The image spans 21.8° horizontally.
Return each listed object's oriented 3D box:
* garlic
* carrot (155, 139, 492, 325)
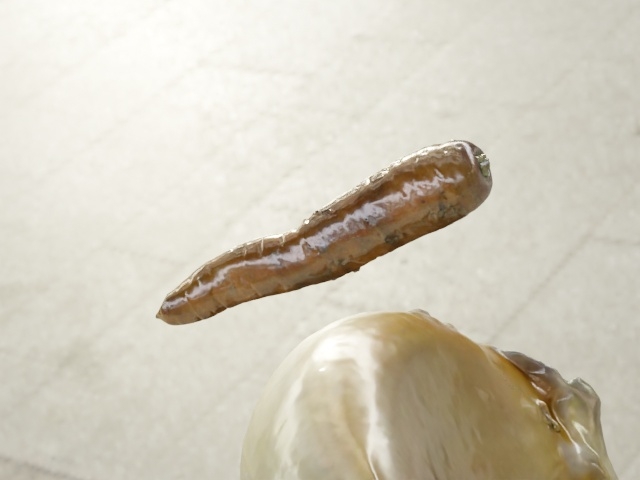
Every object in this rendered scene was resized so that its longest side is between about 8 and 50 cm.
[{"bbox_3d":[0.074,0.192,0.876,0.249,0.286,0.313,5,22,21],"label":"garlic"},{"bbox_3d":[0.001,0.002,0.718,0.165,0.035,0.035,-27,27,15],"label":"carrot"}]
